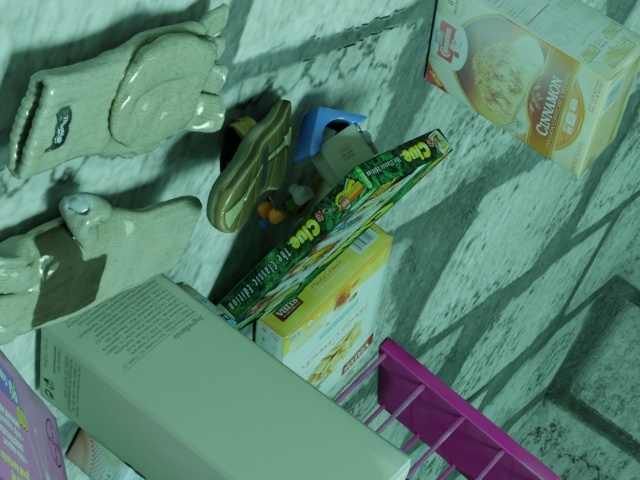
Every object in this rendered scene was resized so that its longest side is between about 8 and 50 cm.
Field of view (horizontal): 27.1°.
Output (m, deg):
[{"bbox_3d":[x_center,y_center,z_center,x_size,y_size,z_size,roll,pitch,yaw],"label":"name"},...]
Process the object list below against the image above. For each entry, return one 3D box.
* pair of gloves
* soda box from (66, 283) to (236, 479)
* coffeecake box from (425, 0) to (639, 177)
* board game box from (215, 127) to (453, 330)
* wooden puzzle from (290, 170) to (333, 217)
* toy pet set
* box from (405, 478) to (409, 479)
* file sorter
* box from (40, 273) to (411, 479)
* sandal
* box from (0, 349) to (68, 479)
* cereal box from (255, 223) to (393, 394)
[{"bbox_3d":[-0.146,-0.040,0.892,0.204,0.042,0.240,-29,149,-47],"label":"pair of gloves"},{"bbox_3d":[-0.146,0.130,1.138,0.058,0.063,0.183,-14,137,-62],"label":"soda box"},{"bbox_3d":[0.196,-0.167,1.239,0.068,0.185,0.142,-44,158,-26],"label":"coffeecake box"},{"bbox_3d":[0.000,0.000,1.186,0.136,0.030,0.260,-32,171,-49],"label":"board game box"},{"bbox_3d":[0.008,-0.051,1.266,0.078,0.014,0.116,-53,161,10],"label":"wooden puzzle"},{"bbox_3d":[-0.008,-0.074,1.155,0.122,0.065,0.114,-36,-174,-18],"label":"toy pet set"},{"bbox_3d":[-0.054,0.314,1.311,0.295,0.293,0.073,-54,160,2],"label":"box"},{"bbox_3d":[0.138,0.318,1.764,0.182,0.291,0.202,-43,158,-20],"label":"file sorter"},{"bbox_3d":[-0.077,0.138,0.993,0.113,0.275,0.094,-38,155,-37],"label":"box"},{"bbox_3d":[-0.060,-0.063,1.025,0.180,0.049,0.072,-56,159,-59],"label":"sandal"},{"bbox_3d":[-0.219,0.196,0.791,0.117,0.243,0.213,-15,153,-2],"label":"box"},{"bbox_3d":[-0.001,0.102,1.443,0.173,0.047,0.240,-43,158,-27],"label":"cereal box"}]
